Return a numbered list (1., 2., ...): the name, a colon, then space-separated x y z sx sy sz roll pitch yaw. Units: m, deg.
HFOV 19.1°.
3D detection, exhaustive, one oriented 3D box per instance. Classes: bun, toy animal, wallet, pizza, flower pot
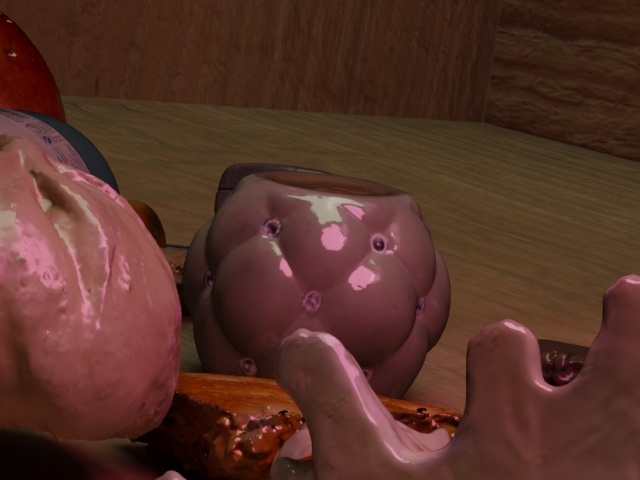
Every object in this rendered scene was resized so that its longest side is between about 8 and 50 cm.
1. bun: -0.269 0.035 1.329 0.365 0.219 0.365 1 -5 0
2. toy animal: 0.100 0.141 1.168 0.266 0.308 0.188 39 2 28
3. wallet: 0.258 0.127 1.919 0.153 0.038 0.118 11 7 38
4. pizza: -0.028 0.150 1.402 0.290 0.081 0.229 7 1 10
5. flower pot: -0.003 0.042 1.735 0.246 0.195 0.246 7 10 -1

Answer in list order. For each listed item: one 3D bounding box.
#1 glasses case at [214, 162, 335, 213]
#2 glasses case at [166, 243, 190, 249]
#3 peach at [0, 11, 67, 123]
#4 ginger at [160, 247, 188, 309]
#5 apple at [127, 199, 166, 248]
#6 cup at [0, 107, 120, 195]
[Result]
1. glasses case: 0.000 0.000 2.009 0.131 0.074 0.323 3 -17 21
2. glasses case: -0.176 0.021 2.198 0.083 0.033 0.023 6 9 -13
3. peach: -0.466 -0.119 2.155 0.416 0.353 0.339 50 -6 -30
4. ginger: -0.166 0.040 1.971 0.137 0.074 0.213 5 12 45
5. apple: -0.224 0.001 2.059 0.114 0.102 0.099 -2 0 0
6. cup: -0.285 0.008 1.740 0.290 0.219 0.257 41 16 9
